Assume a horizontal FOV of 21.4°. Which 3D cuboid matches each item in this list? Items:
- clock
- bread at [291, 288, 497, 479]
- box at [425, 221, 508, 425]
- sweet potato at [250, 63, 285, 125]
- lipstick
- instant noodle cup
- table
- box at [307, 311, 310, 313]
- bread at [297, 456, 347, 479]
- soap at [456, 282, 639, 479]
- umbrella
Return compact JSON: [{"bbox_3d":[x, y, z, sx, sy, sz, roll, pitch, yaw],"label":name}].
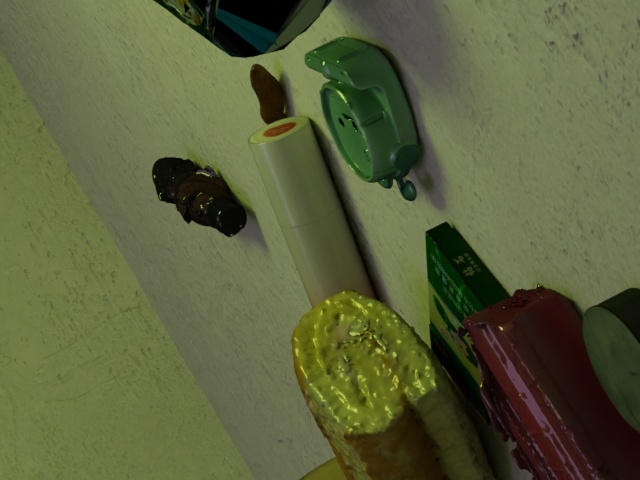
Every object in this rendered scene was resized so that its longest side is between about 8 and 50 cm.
[{"bbox_3d":[0.054,-0.130,1.891,0.148,0.060,0.189,30,144,65],"label":"clock"},{"bbox_3d":[0.102,0.249,2.119,0.236,0.165,0.375,49,169,46],"label":"bread"},{"bbox_3d":[0.168,0.098,1.933,0.132,0.034,0.235,54,163,34],"label":"box"},{"bbox_3d":[-0.067,-0.179,2.266,0.044,0.044,0.179,55,170,31],"label":"sweet potato"},{"bbox_3d":[0.000,0.000,2.242,0.087,0.087,0.327,29,142,66],"label":"lipstick"},{"bbox_3d":[-0.092,-0.312,1.777,0.178,0.240,0.240,46,158,32],"label":"instant noodle cup"},{"bbox_3d":[0.290,0.110,1.519,0.133,0.043,0.133,57,164,26],"label":"table"},{"bbox_3d":[0.024,0.190,2.525,0.120,0.069,0.224,58,166,21],"label":"box"},{"bbox_3d":[0.089,0.498,2.463,0.376,0.253,0.348,59,161,13],"label":"bread"},{"bbox_3d":[0.236,0.164,1.685,0.250,0.099,0.162,59,165,17],"label":"soap"},{"bbox_3d":[-0.205,-0.073,2.824,0.090,0.094,0.326,55,171,-28],"label":"umbrella"}]
